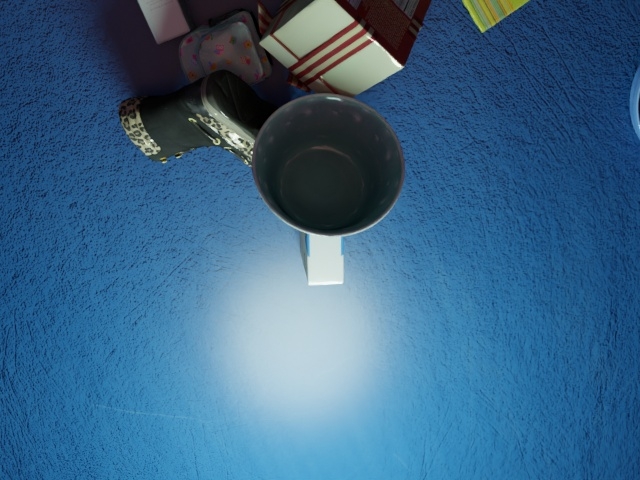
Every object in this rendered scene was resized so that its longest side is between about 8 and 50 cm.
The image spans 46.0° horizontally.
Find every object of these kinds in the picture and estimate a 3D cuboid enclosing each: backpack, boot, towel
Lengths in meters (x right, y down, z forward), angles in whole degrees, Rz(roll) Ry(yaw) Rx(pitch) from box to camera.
[{"bbox_3d":[-0.215,-0.402,1.651,0.188,0.144,0.166,-18,114,8],"label":"backpack"},{"bbox_3d":[-0.238,-0.234,1.688,0.284,0.377,0.138,-5,69,27],"label":"boot"},{"bbox_3d":[0.439,-0.579,1.703,0.237,0.021,0.102,-34,113,6],"label":"towel"}]

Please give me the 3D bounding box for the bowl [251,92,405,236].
[{"bbox_3d":[0.009,-0.137,1.593,0.312,0.163,0.311,2,75,-6],"label":"bowl"}]

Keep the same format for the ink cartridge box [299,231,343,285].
[{"bbox_3d":[0.000,0.000,1.768,0.086,0.203,0.148,-3,109,-5],"label":"ink cartridge box"}]

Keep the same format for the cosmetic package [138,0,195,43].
[{"bbox_3d":[-0.352,-0.544,1.604,0.085,0.117,0.231,-22,110,5],"label":"cosmetic package"}]

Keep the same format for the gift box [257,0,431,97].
[{"bbox_3d":[0.034,-0.466,1.559,0.276,0.255,0.258,41,145,-20],"label":"gift box"}]

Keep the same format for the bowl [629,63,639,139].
[{"bbox_3d":[0.924,-0.346,1.787,0.391,0.077,0.391,-1,108,-4],"label":"bowl"}]
